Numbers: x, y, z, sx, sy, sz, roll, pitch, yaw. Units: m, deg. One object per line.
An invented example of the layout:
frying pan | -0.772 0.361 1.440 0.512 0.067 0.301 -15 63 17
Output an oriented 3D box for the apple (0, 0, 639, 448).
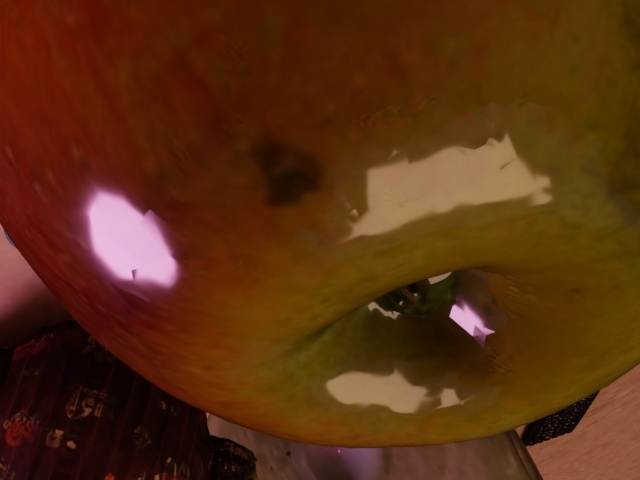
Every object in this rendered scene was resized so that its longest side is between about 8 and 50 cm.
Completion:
apple | 0.018 -0.080 0.466 0.339 0.339 0.339 -17 151 -10

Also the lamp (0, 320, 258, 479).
lamp | -0.167 0.169 0.833 0.247 0.247 0.247 -17 151 -10

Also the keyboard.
keyboard | 0.302 0.192 1.430 0.087 0.017 0.250 -16 152 -15

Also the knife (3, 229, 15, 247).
knife | -0.113 -0.058 0.693 0.064 0.031 0.222 33 125 -31

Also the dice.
dice | 0.059 0.218 1.050 0.252 0.254 0.250 -28 152 6
